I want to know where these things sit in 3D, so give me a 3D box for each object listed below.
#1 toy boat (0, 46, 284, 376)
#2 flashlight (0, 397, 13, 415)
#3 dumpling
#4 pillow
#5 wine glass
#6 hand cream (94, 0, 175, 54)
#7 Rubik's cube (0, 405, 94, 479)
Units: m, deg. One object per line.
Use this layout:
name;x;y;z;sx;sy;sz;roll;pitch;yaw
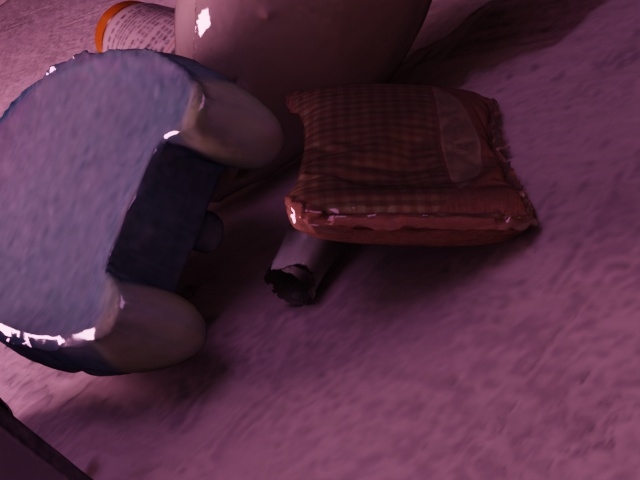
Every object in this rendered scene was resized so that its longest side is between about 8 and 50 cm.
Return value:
toy boat;-0.130;-0.015;0.756;0.330;0.123;0.215;7;75;53
flashlight;-0.367;0.214;0.652;0.424;0.103;0.103;-42;25;-15
dumpling;-0.014;-0.205;0.852;0.181;0.341;0.260;7;29;-11
pillow;0.047;-0.050;0.651;0.135;0.034;0.211;2;27;-3
wine glass;0.000;0.000;0.662;0.039;0.042;0.083;-9;40;40
hand cream;-0.152;-0.188;1.136;0.140;0.089;0.314;-55;27;5
Rubik's cube;-0.306;0.154;0.369;0.301;0.305;0.304;-26;31;34
